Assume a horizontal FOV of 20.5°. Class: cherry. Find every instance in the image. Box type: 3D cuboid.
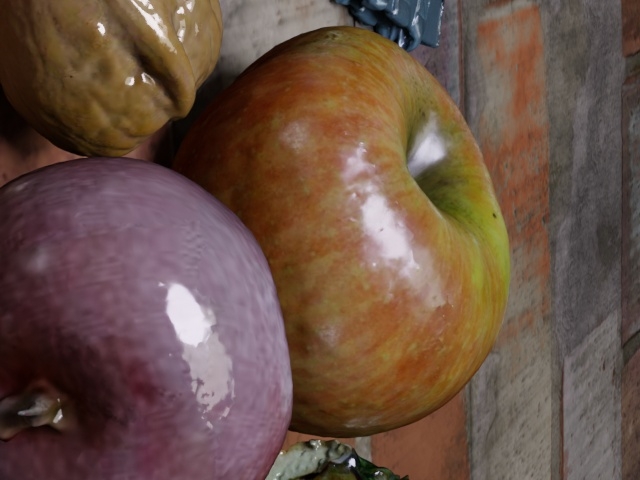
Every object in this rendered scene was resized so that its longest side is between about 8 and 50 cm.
[{"bbox_3d":[-0.124,0.074,1.108,0.307,0.221,0.261,-58,146,-76],"label":"cherry"}]

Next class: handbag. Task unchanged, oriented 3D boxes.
[{"bbox_3d":[0.065,-0.280,1.681,0.229,0.062,0.179,20,78,-66],"label":"handbag"}]

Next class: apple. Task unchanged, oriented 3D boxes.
[{"bbox_3d":[0.000,0.000,1.373,0.277,0.250,0.309,22,51,-50],"label":"apple"}]

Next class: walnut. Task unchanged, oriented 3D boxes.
[{"bbox_3d":[-0.137,-0.136,1.135,0.166,0.149,0.166,-15,115,-37],"label":"walnut"}]

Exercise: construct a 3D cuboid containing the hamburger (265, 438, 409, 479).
[{"bbox_3d":[-0.042,0.295,1.364,0.309,0.132,0.211,-51,159,-19],"label":"hamburger"}]
